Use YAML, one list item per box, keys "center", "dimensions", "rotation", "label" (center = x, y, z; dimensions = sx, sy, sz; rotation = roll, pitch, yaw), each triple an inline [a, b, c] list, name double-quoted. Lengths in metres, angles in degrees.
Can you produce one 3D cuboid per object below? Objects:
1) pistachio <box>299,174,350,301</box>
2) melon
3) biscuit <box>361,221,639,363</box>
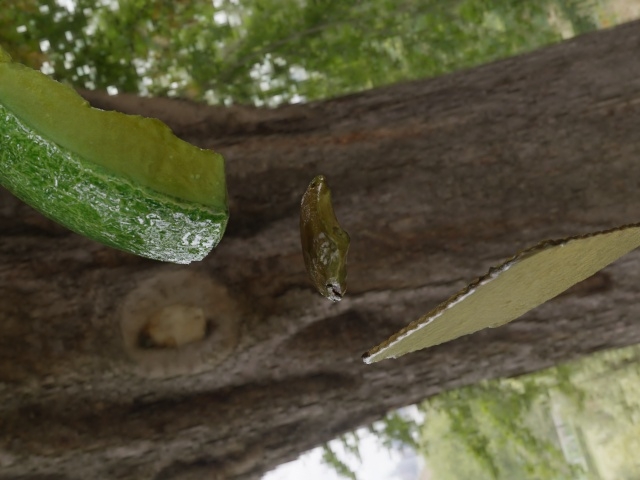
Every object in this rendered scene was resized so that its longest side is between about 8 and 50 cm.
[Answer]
- center: [0.000, 0.000, 1.403]
  dimensions: [0.089, 0.049, 0.173]
  rotation: [-4, 97, 56]
  label: "pistachio"
- center: [-0.245, -0.085, 0.991]
  dimensions: [0.196, 0.323, 0.124]
  rotation: [-24, 43, 64]
  label: "melon"
- center: [0.175, 0.043, 0.913]
  dimensions: [0.237, 0.232, 0.013]
  rotation: [-39, 68, 45]
  label: "biscuit"
